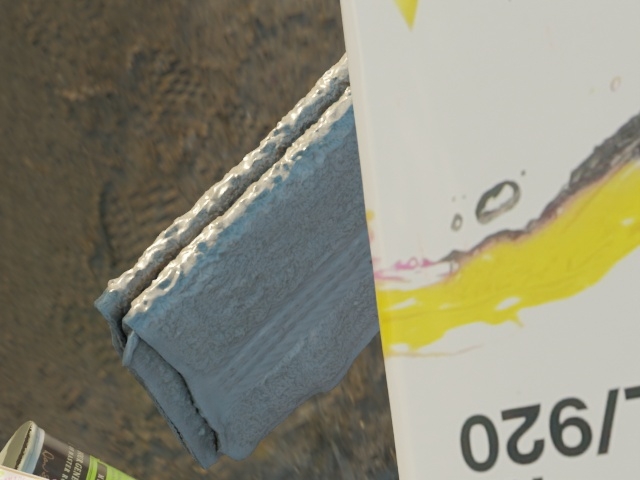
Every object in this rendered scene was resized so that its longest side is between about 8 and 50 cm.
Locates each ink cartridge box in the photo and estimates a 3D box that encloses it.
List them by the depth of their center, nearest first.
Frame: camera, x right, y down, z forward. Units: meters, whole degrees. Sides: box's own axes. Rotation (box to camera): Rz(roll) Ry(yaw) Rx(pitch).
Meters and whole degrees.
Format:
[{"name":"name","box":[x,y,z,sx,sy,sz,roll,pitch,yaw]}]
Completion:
[{"name":"ink cartridge box","box":[0.118,-0.010,0.382,0.171,0.168,0.232,-13,77,28]}]

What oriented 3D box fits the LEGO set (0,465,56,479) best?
[{"name":"LEGO set","box":[-0.172,0.234,1.211,0.287,0.132,0.107,27,50,7]}]

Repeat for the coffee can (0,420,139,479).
[{"name":"coffee can","box":[-0.162,0.297,1.514,0.275,0.201,0.201,29,78,-12]}]

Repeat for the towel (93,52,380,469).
[{"name":"towel","box":[0.000,0.000,1.111,0.049,0.187,0.282,35,74,33]}]
